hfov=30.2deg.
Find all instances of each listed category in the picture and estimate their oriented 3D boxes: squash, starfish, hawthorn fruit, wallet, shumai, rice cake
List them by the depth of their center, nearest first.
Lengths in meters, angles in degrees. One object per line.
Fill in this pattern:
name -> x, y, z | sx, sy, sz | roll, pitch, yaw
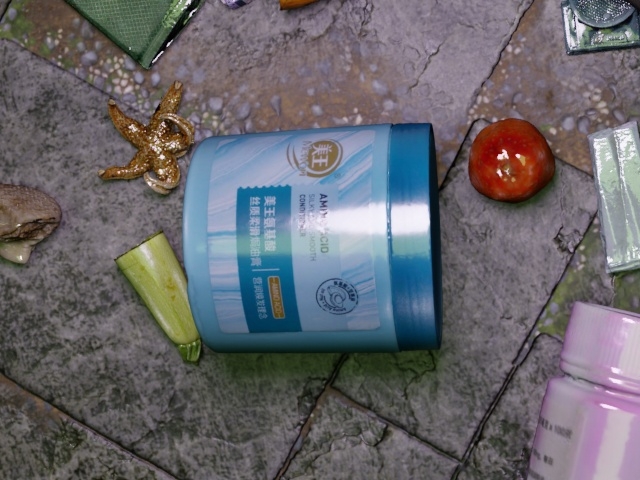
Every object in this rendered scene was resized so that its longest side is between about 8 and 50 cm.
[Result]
hawthorn fruit -> 0.284, -0.118, 1.789 | 0.132, 0.138, 0.133 | 1, 94, 7
rice cake -> 0.463, -0.067, 1.816 | 0.085, 0.040, 0.226 | -9, 90, 8
wallet -> 0.438, -0.336, 1.820 | 0.129, 0.026, 0.088 | -6, 91, 7
starfish -> -0.274, -0.171, 1.888 | 0.146, 0.074, 0.190 | 21, 94, 5
squash -> -0.243, 0.100, 1.894 | 0.094, 0.094, 0.224 | -26, 96, 7
wallet -> -0.314, -0.407, 1.901 | 0.236, 0.055, 0.160 | 41, 98, 11
shumai -> -0.488, -0.022, 1.901 | 0.145, 0.145, 0.116 | 22, 112, 6

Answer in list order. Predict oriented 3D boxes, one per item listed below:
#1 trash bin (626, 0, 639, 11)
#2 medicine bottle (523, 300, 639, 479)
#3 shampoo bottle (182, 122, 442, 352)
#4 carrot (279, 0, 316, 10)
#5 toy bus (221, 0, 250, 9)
trash bin -> 0.565, -0.385, 1.719 | 0.301, 0.203, 0.252 | 37, 77, 6
medicine bottle -> 0.422, 0.296, 1.737 | 0.219, 0.219, 0.388 | 12, 93, 7
shampoo bottle -> 0.000, 0.000, 1.732 | 0.342, 0.331, 0.331 | -2, 91, 9
carrot -> 0.032, -0.437, 1.815 | 0.225, 0.159, 0.159 | -4, 91, -1
toy bus -> -0.147, -0.418, 1.880 | 0.058, 0.052, 0.102 | -33, 85, 9
